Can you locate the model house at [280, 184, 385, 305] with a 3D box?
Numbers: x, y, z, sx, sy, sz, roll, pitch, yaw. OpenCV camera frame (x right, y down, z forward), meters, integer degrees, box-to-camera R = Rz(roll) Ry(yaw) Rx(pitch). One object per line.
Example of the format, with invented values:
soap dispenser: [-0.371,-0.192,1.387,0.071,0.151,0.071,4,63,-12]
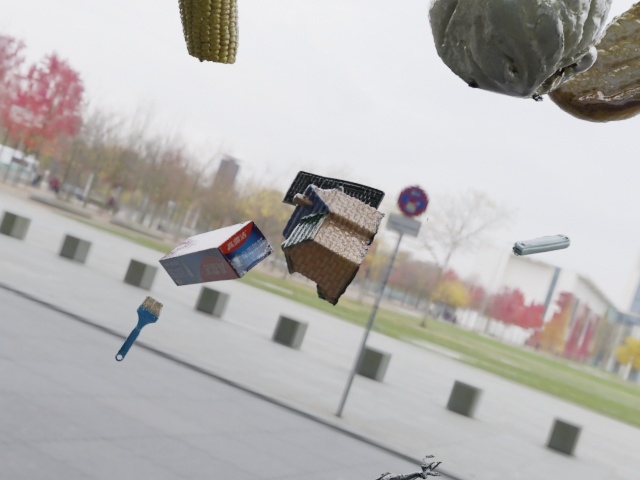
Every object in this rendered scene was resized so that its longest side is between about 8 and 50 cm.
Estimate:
model house: [0.000,0.000,1.771,0.172,0.166,0.183,31,35,-5]

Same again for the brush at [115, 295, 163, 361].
brush: [-0.400,0.195,2.024,0.051,0.164,0.014,35,-29,-8]

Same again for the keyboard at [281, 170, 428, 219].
keyboard: [0.065,-0.083,2.065,0.381,0.103,0.041,19,-15,36]

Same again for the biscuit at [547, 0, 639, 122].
biscuit: [0.598,-0.343,1.880,0.213,0.274,0.091,61,3,22]

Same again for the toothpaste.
toothpaste: [-0.180,0.026,1.541,0.066,0.076,0.320,55,-24,-11]

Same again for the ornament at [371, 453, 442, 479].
ornament: [0.105,0.319,1.239,0.125,0.028,0.073,-19,-5,-20]

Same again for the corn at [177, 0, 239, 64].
corn: [-0.239,-0.546,1.928,0.144,0.387,0.144,-2,27,1]

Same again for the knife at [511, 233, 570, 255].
knife: [0.446,0.007,1.873,0.162,0.023,0.044,-7,38,-37]

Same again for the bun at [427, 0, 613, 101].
bun: [0.292,-0.306,1.324,0.282,0.204,0.281,-13,-12,-3]
